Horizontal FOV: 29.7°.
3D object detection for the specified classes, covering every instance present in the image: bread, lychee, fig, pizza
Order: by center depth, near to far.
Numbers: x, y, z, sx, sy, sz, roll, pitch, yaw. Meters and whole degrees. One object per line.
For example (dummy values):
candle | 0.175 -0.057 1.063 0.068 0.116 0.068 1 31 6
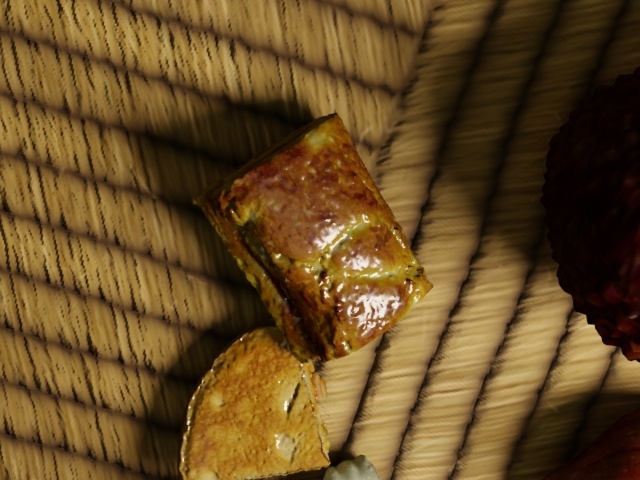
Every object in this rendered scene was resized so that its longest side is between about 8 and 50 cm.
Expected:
lychee | 0.297 -0.034 0.893 0.264 0.264 0.300 -5 123 2
bread | 0.000 0.000 0.977 0.132 0.103 0.172 -35 100 -21
fig | 0.268 0.214 1.012 0.207 0.175 0.175 12 105 18
pizza | -0.050 0.155 1.040 0.134 0.046 0.175 43 98 6

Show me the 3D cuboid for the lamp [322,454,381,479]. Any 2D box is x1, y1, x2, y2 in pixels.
lamp | -0.035 0.248 1.053 0.193 0.106 0.106 -20 103 -5
